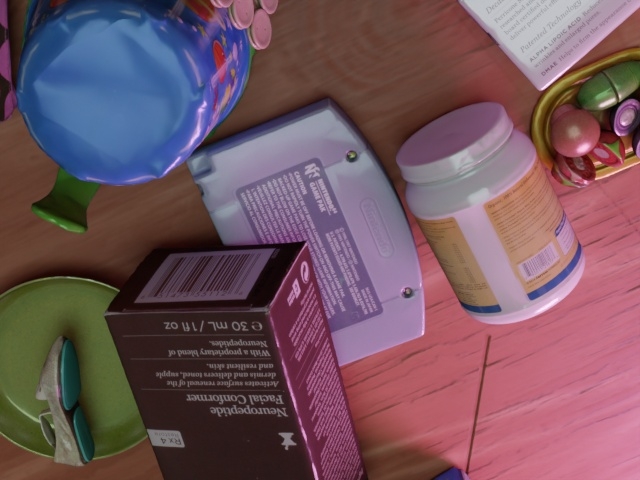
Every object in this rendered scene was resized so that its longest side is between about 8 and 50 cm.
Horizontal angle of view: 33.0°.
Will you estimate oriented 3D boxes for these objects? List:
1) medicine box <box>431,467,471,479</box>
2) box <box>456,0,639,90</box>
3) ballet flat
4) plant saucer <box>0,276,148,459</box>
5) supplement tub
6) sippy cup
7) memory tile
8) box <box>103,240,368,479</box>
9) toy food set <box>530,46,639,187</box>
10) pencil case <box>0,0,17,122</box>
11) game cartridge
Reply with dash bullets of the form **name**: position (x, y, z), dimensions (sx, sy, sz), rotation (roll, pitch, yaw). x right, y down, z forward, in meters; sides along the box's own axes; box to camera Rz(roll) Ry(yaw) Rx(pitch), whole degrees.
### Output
- **medicine box**: position (0.102, 0.457, 1.270), dimensions (0.289, 0.263, 0.149), rotation (-34, 110, 11)
- **box**: position (0.221, -0.260, 1.014), dimensions (0.182, 0.181, 0.119), rotation (-41, 106, 15)
- **ballet flat**: position (-0.295, 0.185, 1.213), dimensions (0.052, 0.057, 0.168), rotation (-1, 113, 9)
- **plant saucer**: position (-0.284, 0.143, 1.245), dimensions (0.241, 0.037, 0.241), rotation (-1, 113, -1)
- **supplement tub**: position (0.177, -0.029, 1.131), dimensions (0.144, 0.144, 0.199), rotation (-26, 112, 9)
- **sippy cup**: position (-0.182, -0.162, 1.018), dimensions (0.240, 0.224, 0.305), rotation (-8, 114, 2)
- **memory tile**: position (-0.073, -0.246, 0.949), dimensions (0.012, 0.148, 0.113), rotation (1, 71, 26)
- **box**: position (-0.077, 0.198, 1.184), dimensions (0.191, 0.143, 0.381), rotation (-3, 120, 21)
- **toy food set**: position (0.297, -0.115, 1.139), dimensions (0.218, 0.071, 0.128), rotation (-24, 112, 8)
- **pencil case**: position (-0.347, -0.215, 1.064), dimensions (0.098, 0.095, 0.209), rotation (-4, 116, -18)
- **game cartridge**: position (0.000, 0.000, 1.188), dimensions (0.196, 0.060, 0.294), rotation (-19, 113, 10)
